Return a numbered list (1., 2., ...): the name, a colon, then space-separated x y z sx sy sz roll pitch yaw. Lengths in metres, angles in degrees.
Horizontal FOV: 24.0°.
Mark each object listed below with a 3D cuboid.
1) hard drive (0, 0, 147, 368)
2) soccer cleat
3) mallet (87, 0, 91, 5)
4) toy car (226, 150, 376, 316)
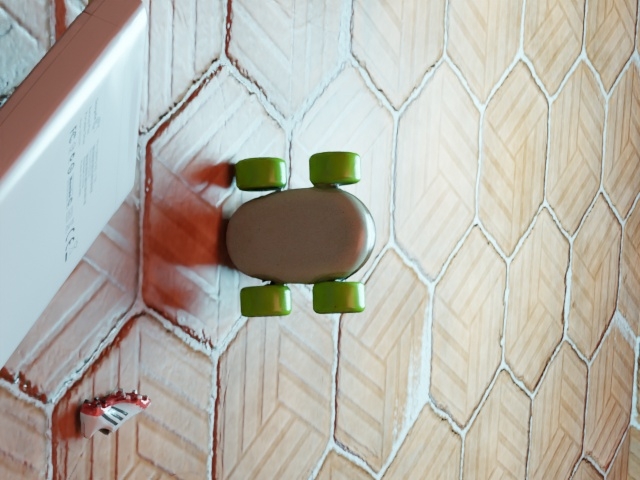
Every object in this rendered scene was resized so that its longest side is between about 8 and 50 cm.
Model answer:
1. hard drive: -0.235 0.006 1.101 0.233 0.047 0.353 105 12 -53
2. soccer cleat: -0.183 0.154 1.340 0.083 0.029 0.036 -9 113 -57
3. mallet: -0.192 -0.187 1.241 0.062 0.039 0.190 -8 107 -61
4. toy car: 0.000 0.000 1.531 0.188 0.148 0.155 13 74 -72
